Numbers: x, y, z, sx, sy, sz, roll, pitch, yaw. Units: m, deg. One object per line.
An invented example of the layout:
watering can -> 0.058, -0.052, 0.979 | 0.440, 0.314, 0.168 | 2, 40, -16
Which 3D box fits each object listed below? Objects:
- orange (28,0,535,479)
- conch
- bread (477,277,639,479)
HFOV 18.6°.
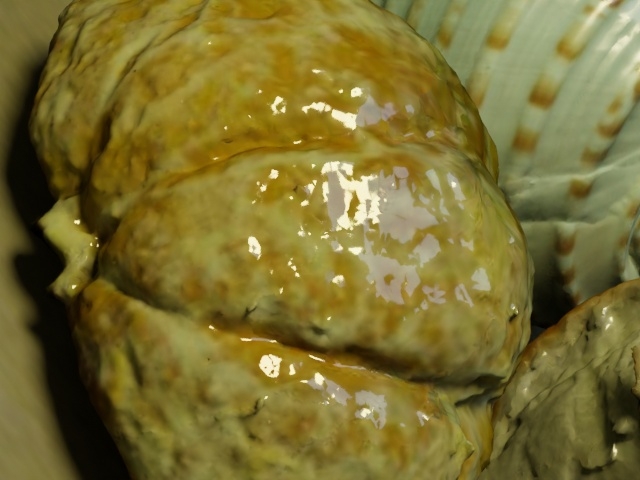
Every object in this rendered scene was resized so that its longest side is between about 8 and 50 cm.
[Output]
orange -> 0.000, 0.000, 1.046 | 0.271, 0.210, 0.368 | 28, 38, -51
conch -> 0.127, -0.077, 1.250 | 0.303, 0.319, 0.215 | 81, 28, -49
bread -> 0.241, 0.163, 1.177 | 0.279, 0.250, 0.225 | 40, 38, -20
